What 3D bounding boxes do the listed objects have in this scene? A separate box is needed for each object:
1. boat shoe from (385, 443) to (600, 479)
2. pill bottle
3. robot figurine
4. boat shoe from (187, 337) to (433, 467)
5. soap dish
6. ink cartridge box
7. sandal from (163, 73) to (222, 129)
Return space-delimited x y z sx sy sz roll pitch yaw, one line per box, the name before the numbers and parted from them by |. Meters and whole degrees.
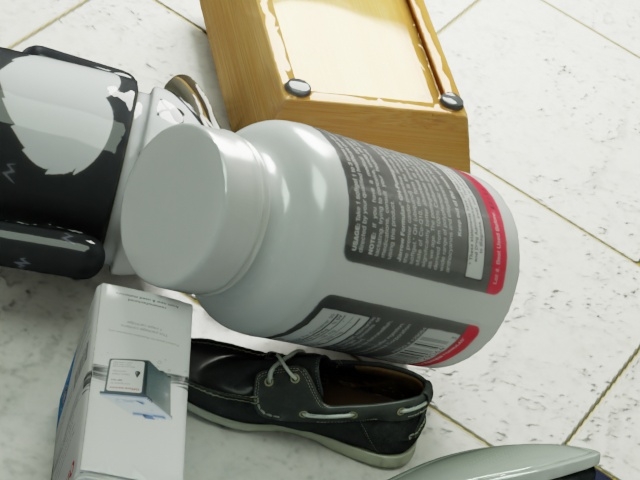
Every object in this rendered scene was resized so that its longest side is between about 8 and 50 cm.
boat shoe | 0.098 0.225 1.493 0.303 0.091 0.114 -9 5 -29
pill bottle | 0.000 0.000 1.557 0.319 0.176 0.176 14 36 -42
robot figurine | -0.230 -0.070 1.609 0.278 0.173 0.209 13 83 -8
boat shoe | -0.023 0.116 1.570 0.233 0.079 0.084 15 42 -4
soap dish | 0.016 -0.167 1.865 0.229 0.118 0.291 4 42 -19
ink cartridge box | -0.153 0.151 1.427 0.082 0.139 0.190 12 42 -13
sandal | -0.105 -0.068 1.734 0.060 0.090 0.219 -20 55 -17
